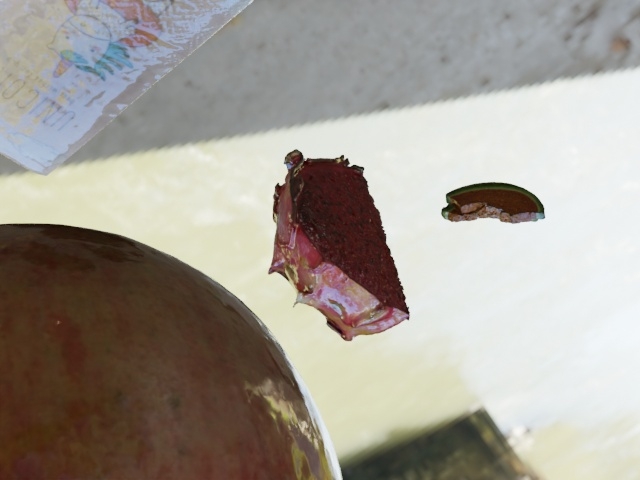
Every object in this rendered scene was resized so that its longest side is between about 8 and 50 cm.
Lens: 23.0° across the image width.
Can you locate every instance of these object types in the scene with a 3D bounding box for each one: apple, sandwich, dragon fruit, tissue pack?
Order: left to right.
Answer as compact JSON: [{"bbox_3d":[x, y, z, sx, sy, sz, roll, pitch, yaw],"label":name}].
[{"bbox_3d":[-0.160,0.131,0.882,0.345,0.269,0.345,-8,164,-2],"label":"apple"},{"bbox_3d":[-0.216,-0.192,1.405,0.170,0.071,0.325,33,129,-30],"label":"tissue pack"},{"bbox_3d":[-0.011,0.004,1.881,0.161,0.274,0.126,26,124,-38],"label":"dragon fruit"},{"bbox_3d":[0.222,-0.043,1.970,0.067,0.135,0.029,-53,143,-44],"label":"sandwich"}]
